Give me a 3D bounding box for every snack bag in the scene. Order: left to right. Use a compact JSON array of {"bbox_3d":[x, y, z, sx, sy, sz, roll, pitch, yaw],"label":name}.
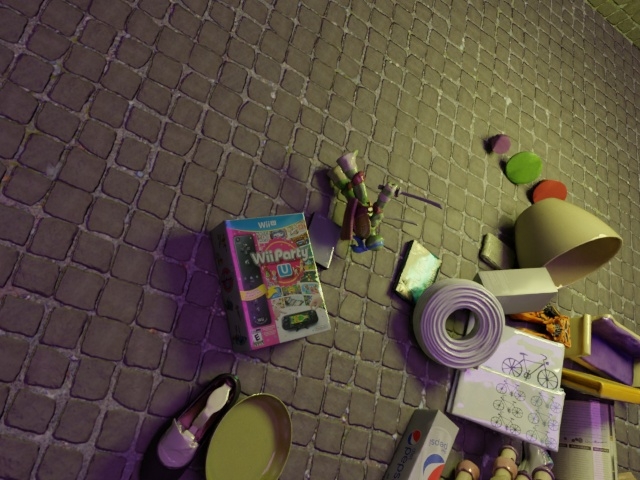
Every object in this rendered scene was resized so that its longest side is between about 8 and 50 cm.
[{"bbox_3d":[0.570,0.409,1.562,0.323,0.037,0.342,19,62,7],"label":"snack bag"}]

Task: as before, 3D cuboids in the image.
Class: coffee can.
[{"bbox_3d":[0.820,0.634,1.646,0.201,0.201,0.275,19,67,-27],"label":"coffee can"}]

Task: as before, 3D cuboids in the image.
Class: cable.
[{"bbox_3d":[0.395,0.239,1.499,0.257,0.089,0.257,23,93,-4],"label":"cable"}]

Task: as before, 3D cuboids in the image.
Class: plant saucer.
[{"bbox_3d":[-0.159,0.451,1.138,0.241,0.037,0.241,-3,95,-47],"label":"plant saucer"}]

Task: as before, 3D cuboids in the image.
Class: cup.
[{"bbox_3d":[0.800,-0.004,1.785,0.331,0.331,0.237,1,51,-32],"label":"cup"}]

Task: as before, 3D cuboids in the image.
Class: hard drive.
[{"bbox_3d":[0.000,0.000,1.419,0.094,0.022,0.135,30,62,-22],"label":"hard drive"}]

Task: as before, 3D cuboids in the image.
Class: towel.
[{"bbox_3d":[0.610,0.048,1.791,0.148,0.027,0.110,34,60,-20],"label":"towel"}]

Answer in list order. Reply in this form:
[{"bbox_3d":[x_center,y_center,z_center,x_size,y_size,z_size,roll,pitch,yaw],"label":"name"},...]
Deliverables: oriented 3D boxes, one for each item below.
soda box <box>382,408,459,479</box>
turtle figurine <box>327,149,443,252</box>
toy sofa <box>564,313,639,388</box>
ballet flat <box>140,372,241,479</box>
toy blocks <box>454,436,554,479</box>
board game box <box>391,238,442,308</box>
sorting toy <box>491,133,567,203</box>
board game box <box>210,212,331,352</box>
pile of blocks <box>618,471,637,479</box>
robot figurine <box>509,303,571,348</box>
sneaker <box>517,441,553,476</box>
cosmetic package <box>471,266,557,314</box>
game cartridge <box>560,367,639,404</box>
[{"bbox_3d":[0.252,0.586,1.363,0.091,0.098,0.286,44,57,-14],"label":"soda box"},{"bbox_3d":[0.155,-0.120,1.450,0.266,0.275,0.198,60,11,6],"label":"turtle figurine"},{"bbox_3d":[1.039,0.403,1.869,0.362,0.177,0.150,29,62,-23],"label":"toy sofa"},{"bbox_3d":[-0.268,0.385,1.090,0.095,0.096,0.280,37,58,0],"label":"ballet flat"},{"bbox_3d":[0.559,0.707,1.413,0.260,0.309,0.288,-14,81,-60],"label":"toy blocks"},{"bbox_3d":[0.291,0.106,1.571,0.126,0.026,0.186,36,60,-20],"label":"board game box"},{"bbox_3d":[0.771,-0.277,1.964,0.365,0.127,0.126,40,29,-14],"label":"sorting toy"},{"bbox_3d":[-0.122,0.097,1.271,0.224,0.097,0.303,-8,80,-34],"label":"board game box"},{"bbox_3d":[0.906,0.893,1.701,0.362,0.149,0.112,-21,131,-26],"label":"pile of blocks"},{"bbox_3d":[0.744,0.298,1.767,0.291,0.085,0.211,14,70,-28],"label":"robot figurine"},{"bbox_3d":[0.677,0.664,1.612,0.080,0.094,0.212,36,60,-17],"label":"sneaker"},{"bbox_3d":[0.592,0.161,1.629,0.238,0.127,0.107,-4,52,-14],"label":"cosmetic package"},{"bbox_3d":[0.868,0.457,1.680,0.324,0.285,0.052,15,86,-29],"label":"game cartridge"}]
